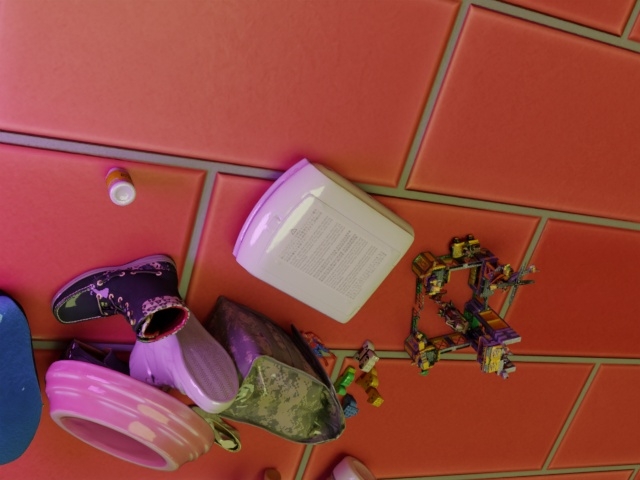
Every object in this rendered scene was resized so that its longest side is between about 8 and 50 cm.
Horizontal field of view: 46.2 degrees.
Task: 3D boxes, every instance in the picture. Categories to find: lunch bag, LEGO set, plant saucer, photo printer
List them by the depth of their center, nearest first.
[{"bbox_3d":[-0.360,0.334,1.375,0.332,0.332,0.084,46,53,-36],"label":"plant saucer"},{"bbox_3d":[0.000,0.000,1.459,0.307,0.107,0.256,31,102,-33],"label":"photo printer"},{"bbox_3d":[-0.088,0.266,1.492,0.287,0.235,0.169,30,100,-34],"label":"lunch bag"},{"bbox_3d":[0.326,0.177,1.651,0.255,0.192,0.331,-2,118,-23],"label":"LEGO set"},{"bbox_3d":[0.084,0.351,1.704,0.087,0.093,0.227,29,103,-34],"label":"LEGO set"}]

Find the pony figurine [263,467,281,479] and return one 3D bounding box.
[{"bbox_3d":[-0.169,0.753,1.683,0.303,0.351,0.363,13,108,-16],"label":"pony figurine"}]

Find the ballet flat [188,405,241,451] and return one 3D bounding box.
[{"bbox_3d":[-0.231,0.410,1.625,0.057,0.052,0.168,-47,125,7],"label":"ballet flat"}]

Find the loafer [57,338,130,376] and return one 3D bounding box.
[{"bbox_3d":[-0.413,0.236,1.443,0.170,0.062,0.061,20,103,-33],"label":"loafer"}]

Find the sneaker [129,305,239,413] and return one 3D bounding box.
[{"bbox_3d":[-0.259,0.250,1.385,0.108,0.292,0.169,7,119,-40],"label":"sneaker"}]

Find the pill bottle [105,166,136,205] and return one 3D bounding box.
[{"bbox_3d":[-0.340,-0.095,1.270,0.043,0.083,0.043,-11,121,-18],"label":"pill bottle"}]

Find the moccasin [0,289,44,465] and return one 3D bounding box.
[{"bbox_3d":[-0.566,0.239,1.348,0.138,0.117,0.342,-2,114,-37],"label":"moccasin"}]

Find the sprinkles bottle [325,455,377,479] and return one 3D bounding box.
[{"bbox_3d":[-0.012,0.693,1.842,0.355,0.121,0.121,-47,125,8],"label":"sprinkles bottle"}]

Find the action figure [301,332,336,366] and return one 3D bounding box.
[{"bbox_3d":[-0.008,0.234,1.639,0.038,0.030,0.115,-39,124,7],"label":"action figure"}]

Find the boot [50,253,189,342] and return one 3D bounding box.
[{"bbox_3d":[-0.353,0.118,1.326,0.236,0.178,0.085,-20,124,-13],"label":"boot"}]
